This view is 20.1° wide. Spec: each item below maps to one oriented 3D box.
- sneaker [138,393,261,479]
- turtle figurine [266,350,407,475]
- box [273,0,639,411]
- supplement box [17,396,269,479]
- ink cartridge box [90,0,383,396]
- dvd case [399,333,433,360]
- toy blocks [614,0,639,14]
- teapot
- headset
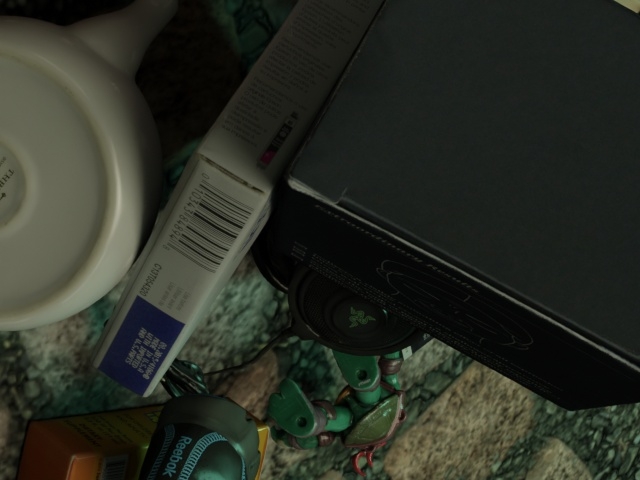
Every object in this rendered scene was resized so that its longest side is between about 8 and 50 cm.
[{"bbox_3d":[-0.118,0.303,1.612,0.139,0.125,0.340,-62,151,-52],"label":"sneaker"},{"bbox_3d":[0.031,0.150,1.768,0.175,0.118,0.234,-55,165,1],"label":"turtle figurine"},{"bbox_3d":[0.141,-0.036,1.322,0.212,0.294,0.395,-61,180,-7],"label":"box"},{"bbox_3d":[-0.162,0.203,1.686,0.233,0.078,0.080,-1,113,-43],"label":"supplement box"},{"bbox_3d":[-0.045,-0.074,1.434,0.330,0.071,0.324,-57,180,-36],"label":"ink cartridge box"},{"bbox_3d":[0.142,0.011,1.905,0.221,0.018,0.164,-36,134,-25],"label":"dvd case"},{"bbox_3d":[0.278,-0.044,1.869,0.289,0.309,0.260,-35,166,-21],"label":"toy blocks"},{"bbox_3d":[-0.228,-0.054,1.396,0.187,0.256,0.252,-42,124,-74],"label":"teapot"},{"bbox_3d":[0.000,0.000,1.625,0.394,0.243,0.185,-43,117,3],"label":"headset"}]
